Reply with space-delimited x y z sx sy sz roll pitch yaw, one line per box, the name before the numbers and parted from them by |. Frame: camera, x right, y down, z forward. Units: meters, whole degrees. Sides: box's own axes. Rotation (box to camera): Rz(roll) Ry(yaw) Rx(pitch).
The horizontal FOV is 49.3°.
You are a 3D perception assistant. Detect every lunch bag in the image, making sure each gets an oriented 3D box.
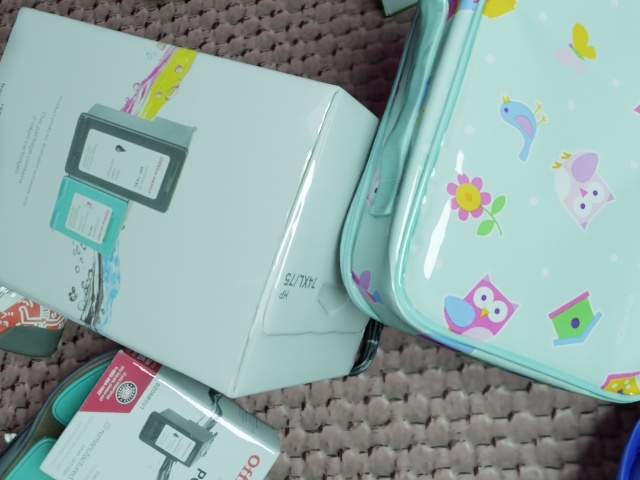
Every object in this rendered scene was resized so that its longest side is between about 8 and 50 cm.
lunch bag | 0.141 -0.056 0.445 0.224 0.108 0.279 20 84 -15

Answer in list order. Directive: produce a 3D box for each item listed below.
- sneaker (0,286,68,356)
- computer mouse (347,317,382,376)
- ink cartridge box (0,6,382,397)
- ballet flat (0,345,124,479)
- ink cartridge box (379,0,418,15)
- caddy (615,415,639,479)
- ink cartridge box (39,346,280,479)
sneaker | -0.341 -0.002 0.609 0.090 0.270 0.145 15 84 64
computer mouse | 0.000 0.000 0.616 0.071 0.041 0.242 -21 70 8
ink cartridge box | -0.095 -0.028 0.538 0.270 0.198 0.197 20 92 24
ballet flat | -0.222 0.159 0.612 0.074 0.074 0.203 41 86 22
ink cartridge box | 0.088 -0.346 0.670 0.153 0.087 0.208 -25 68 6
caddy | 0.335 0.216 0.393 0.241 0.179 0.341 -26 67 -19
ink cartridge box | -0.121 0.167 0.555 0.150 0.063 0.109 34 85 -5
